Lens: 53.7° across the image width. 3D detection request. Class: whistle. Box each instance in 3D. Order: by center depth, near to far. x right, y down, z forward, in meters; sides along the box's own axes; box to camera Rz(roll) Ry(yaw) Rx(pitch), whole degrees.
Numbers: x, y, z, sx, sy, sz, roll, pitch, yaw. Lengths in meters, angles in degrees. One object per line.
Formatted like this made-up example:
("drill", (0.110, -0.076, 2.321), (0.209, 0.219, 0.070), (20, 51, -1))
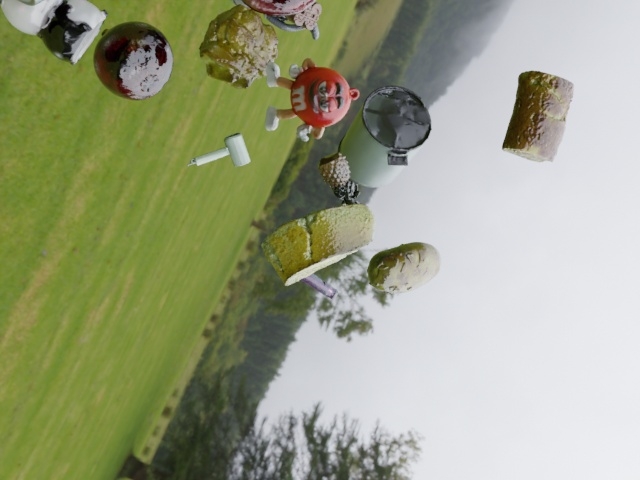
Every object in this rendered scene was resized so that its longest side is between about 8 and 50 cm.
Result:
("whistle", (-0.030, 0.097, 1.640), (0.033, 0.177, 0.033), (-51, -165, 19))

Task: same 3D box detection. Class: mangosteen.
("mangosteen", (-0.560, -0.547, 1.861), (0.236, 0.261, 0.235), (-32, 158, -15))

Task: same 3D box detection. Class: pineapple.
("pineapple", (0.051, -0.125, 1.482), (0.074, 0.159, 0.074), (-23, -155, 11))

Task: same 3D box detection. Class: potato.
("potato", (0.290, 0.092, 2.131), (0.141, 0.298, 0.176), (58, -33, 38))

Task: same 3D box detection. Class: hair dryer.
("hair dryer", (-0.208, -0.168, 1.276), (0.038, 0.125, 0.063), (-130, -160, -70))

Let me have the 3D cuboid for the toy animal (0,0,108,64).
("toy animal", (-0.685, -0.579, 1.607), (0.165, 0.235, 0.187), (-35, -154, 31))

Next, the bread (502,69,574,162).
("bread", (0.457, -0.257, 1.326), (0.103, 0.132, 0.172), (22, -82, 62))

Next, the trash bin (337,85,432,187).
("trash bin", (0.190, -0.310, 1.940), (0.262, 0.217, 0.277), (125, -35, -65))

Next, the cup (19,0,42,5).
("cup", (-0.606, -0.655, 1.435), (0.234, 0.258, 0.186), (-61, 158, -17))

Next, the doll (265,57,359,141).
("doll", (-0.023, -0.313, 1.417), (0.085, 0.217, 0.183), (-37, 133, -65))

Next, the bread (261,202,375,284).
("bread", (0.000, 0.000, 1.433), (0.257, 0.124, 0.186), (-25, 176, -11))

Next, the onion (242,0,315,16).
("onion", (-0.098, -0.654, 1.412), (0.285, 0.273, 0.272), (153, -40, -83))

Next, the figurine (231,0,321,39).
("figurine", (-0.165, -0.783, 1.952), (0.186, 0.382, 0.261), (-58, 152, 8))

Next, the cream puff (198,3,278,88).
("cream puff", (-0.232, -0.552, 1.835), (0.196, 0.244, 0.244), (46, -62, 55))
